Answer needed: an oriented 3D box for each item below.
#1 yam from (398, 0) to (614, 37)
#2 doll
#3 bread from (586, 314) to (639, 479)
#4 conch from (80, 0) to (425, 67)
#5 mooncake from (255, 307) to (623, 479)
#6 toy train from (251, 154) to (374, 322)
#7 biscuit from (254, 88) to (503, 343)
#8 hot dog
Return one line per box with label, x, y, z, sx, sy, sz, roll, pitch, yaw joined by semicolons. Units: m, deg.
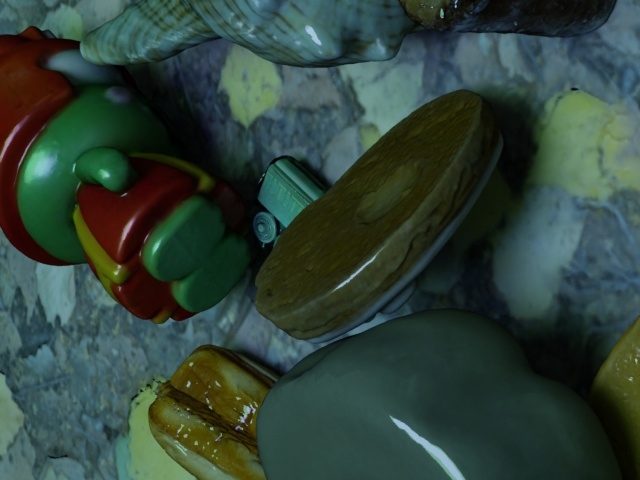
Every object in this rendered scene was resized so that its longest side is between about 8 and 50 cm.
yam;0.111;-0.162;0.959;0.079;0.141;0.079;5;97;47
doll;-0.200;-0.069;1.260;0.160;0.182;0.363;-44;53;2
bread;0.245;0.126;0.898;0.200;0.077;0.116;42;122;33
conch;-0.036;-0.212;1.081;0.386;0.203;0.169;2;136;33
mooncake;0.085;0.165;0.983;0.275;0.135;0.275;40;147;33
toy train;0.000;0.000;1.163;0.148;0.038;0.071;43;120;34
biscuit;0.043;-0.011;1.036;0.208;0.049;0.181;-43;19;9
hot dog;-0.041;0.158;1.196;0.249;0.076;0.102;28;76;39
